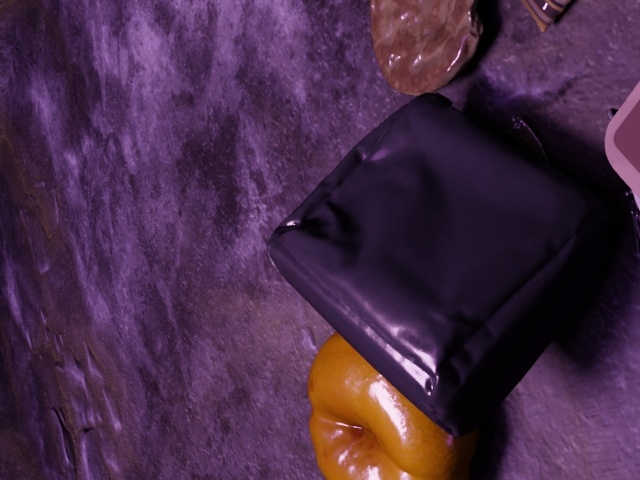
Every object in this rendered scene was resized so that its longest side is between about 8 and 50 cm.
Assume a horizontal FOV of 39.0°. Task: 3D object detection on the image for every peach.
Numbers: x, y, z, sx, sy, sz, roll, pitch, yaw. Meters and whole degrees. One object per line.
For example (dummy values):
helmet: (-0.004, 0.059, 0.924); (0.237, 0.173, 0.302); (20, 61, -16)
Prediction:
peach: (0.083, 0.219, 1.091); (0.251, 0.153, 0.251); (27, 122, 58)

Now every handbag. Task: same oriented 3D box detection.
handbag: (0.132, 0.016, 0.949); (0.302, 0.275, 0.178); (40, 169, 42)

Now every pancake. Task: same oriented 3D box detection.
pancake: (0.125, -0.285, 1.037); (0.222, 0.042, 0.236); (-15, 80, 60)

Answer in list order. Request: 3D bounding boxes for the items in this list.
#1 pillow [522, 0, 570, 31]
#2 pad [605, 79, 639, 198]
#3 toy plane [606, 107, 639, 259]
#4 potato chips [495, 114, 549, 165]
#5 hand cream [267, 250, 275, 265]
pillow: (0.245, -0.307, 0.858); (0.203, 0.038, 0.113); (-51, 55, 47)
pad: (0.318, -0.045, 0.637); (0.266, 0.002, 0.176); (59, 138, 33)
toy plane: (0.308, -0.036, 0.808); (0.078, 0.053, 0.197); (-29, 71, 62)
potato chips: (0.199, -0.032, 0.988); (0.142, 0.026, 0.209); (48, 132, 43)
hand cream: (0.000, 0.000, 1.256); (0.248, 0.052, 0.075); (-16, 83, 55)
